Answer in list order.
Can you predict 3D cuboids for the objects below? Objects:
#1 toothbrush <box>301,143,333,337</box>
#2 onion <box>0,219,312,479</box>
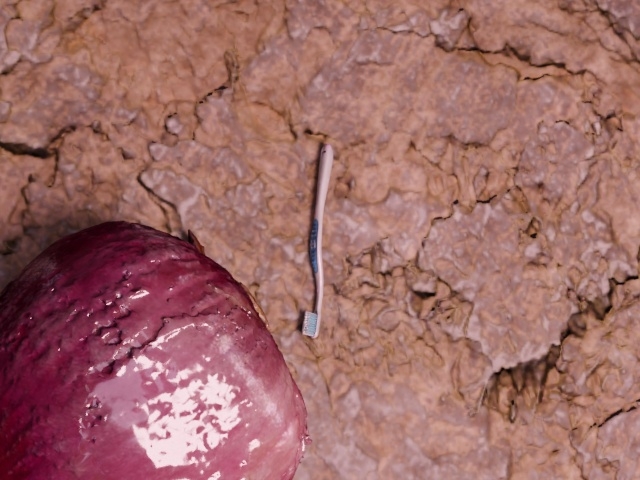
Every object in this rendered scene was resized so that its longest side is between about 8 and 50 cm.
[{"bbox_3d":[0.000,0.000,1.441,0.017,0.014,0.162,14,77,-33],"label":"toothbrush"},{"bbox_3d":[-0.170,0.141,1.289,0.349,0.159,0.267,-34,92,-21],"label":"onion"}]
